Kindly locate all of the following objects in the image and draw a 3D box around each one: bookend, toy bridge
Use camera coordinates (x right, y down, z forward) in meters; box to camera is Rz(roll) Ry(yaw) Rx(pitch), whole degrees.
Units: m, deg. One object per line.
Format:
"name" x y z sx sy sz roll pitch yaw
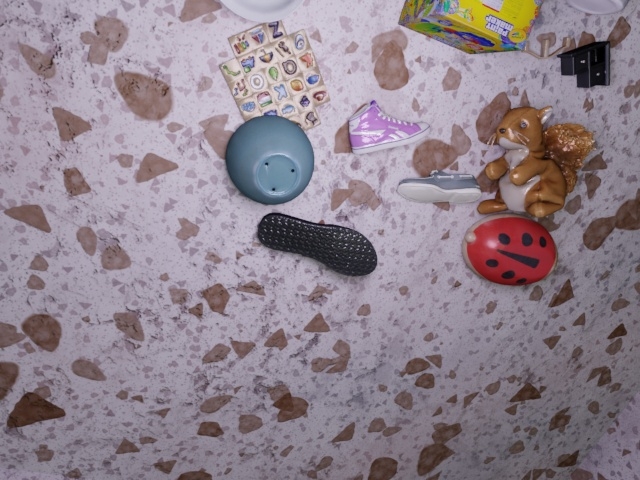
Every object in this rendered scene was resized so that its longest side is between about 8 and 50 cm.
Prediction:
"bookend" 0.953 -0.618 1.522 0.158 0.072 0.156 -20 115 -6
"toy bridge" 0.791 -0.675 1.482 0.189 0.026 0.063 -11 115 -10

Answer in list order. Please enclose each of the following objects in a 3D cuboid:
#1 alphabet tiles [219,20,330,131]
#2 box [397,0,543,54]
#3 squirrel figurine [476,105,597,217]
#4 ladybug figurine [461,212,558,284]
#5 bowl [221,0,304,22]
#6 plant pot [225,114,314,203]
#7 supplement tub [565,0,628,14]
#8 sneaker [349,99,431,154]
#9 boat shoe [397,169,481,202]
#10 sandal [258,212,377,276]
"alphabet tiles" -0.136 -0.494 1.323 0.286 0.011 0.342 -26 115 -4
"box" 0.436 -0.694 1.243 0.290 0.279 0.176 12 108 -18
"squirrel figurine" 0.778 -0.307 1.528 0.398 0.281 0.369 -18 104 -18
"ladybug figurine" 0.778 0.051 1.694 0.450 0.162 0.304 12 108 -19
"bowl" -0.156 -0.759 1.116 0.299 0.134 0.297 3 136 3
"plant pot" -0.145 -0.230 1.315 0.291 0.195 0.289 -6 116 -12
"supplement tub" 0.944 -0.914 1.334 0.194 0.193 0.315 15 107 -20
"sneaker" 0.233 -0.397 1.410 0.283 0.102 0.160 -15 111 -8
"boat shoe" 0.436 -0.206 1.558 0.320 0.116 0.098 3 67 -9
"sandal" 0.000 -0.003 1.516 0.447 0.107 0.167 20 107 -8
